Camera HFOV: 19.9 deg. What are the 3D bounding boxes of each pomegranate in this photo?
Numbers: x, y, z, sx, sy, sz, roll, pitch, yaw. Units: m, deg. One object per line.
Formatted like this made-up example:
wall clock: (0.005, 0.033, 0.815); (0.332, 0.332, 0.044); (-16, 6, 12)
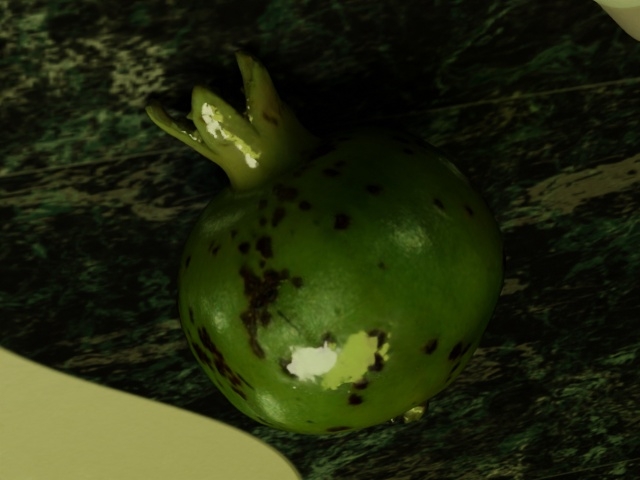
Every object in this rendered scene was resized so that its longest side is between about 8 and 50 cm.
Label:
pomegranate: (0.000, 0.000, 1.124); (0.211, 0.211, 0.263); (-25, 105, 15)

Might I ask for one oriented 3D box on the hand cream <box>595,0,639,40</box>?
hand cream: (0.134, -0.199, 0.961); (0.133, 0.083, 0.248); (-29, 137, 19)
